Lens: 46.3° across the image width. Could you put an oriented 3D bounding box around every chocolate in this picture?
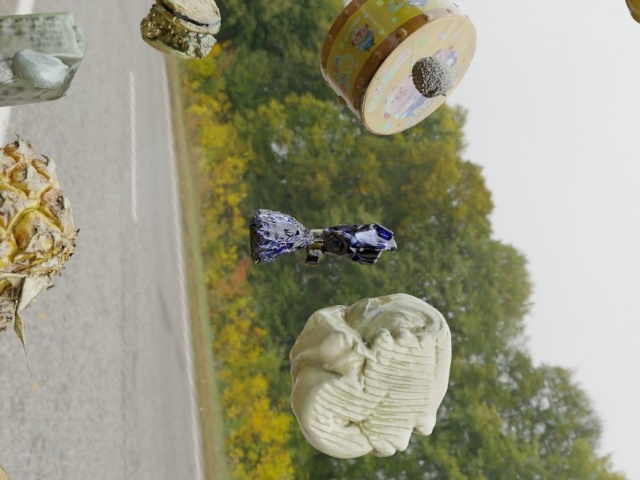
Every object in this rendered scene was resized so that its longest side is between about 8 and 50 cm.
[{"bbox_3d":[0.004,0.002,1.729,0.126,0.343,0.148,-96,-168,-55],"label":"chocolate"}]

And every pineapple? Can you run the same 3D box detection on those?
[{"bbox_3d":[-0.462,0.009,1.091,0.161,0.158,0.334,33,76,-72],"label":"pineapple"}]

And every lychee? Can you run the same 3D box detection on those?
[{"bbox_3d":[0.189,-0.273,1.259,0.083,0.068,0.067,41,12,-32],"label":"lychee"}]

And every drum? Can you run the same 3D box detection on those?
[{"bbox_3d":[0.224,-0.526,2.134,0.214,0.431,0.431,52,-15,26],"label":"drum"}]

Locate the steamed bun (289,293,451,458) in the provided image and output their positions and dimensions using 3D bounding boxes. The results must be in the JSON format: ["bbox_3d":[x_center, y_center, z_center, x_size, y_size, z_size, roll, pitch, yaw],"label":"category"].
[{"bbox_3d":[0.086,0.277,1.607,0.247,0.339,0.352,-146,-117,-65],"label":"steamed bun"}]

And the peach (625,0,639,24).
[{"bbox_3d":[0.543,-0.373,1.113,0.179,0.179,0.103,116,-20,-84],"label":"peach"}]

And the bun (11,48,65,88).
[{"bbox_3d":[-0.412,-0.248,1.096,0.083,0.083,0.045,-110,-142,-62],"label":"bun"}]

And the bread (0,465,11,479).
[{"bbox_3d":[-0.439,0.315,0.819,0.143,0.270,0.195,-10,113,-52],"label":"bread"}]

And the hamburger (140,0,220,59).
[{"bbox_3d":[-0.278,-0.425,1.501,0.131,0.159,0.185,-55,-142,32],"label":"hamburger"}]

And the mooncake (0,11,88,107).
[{"bbox_3d":[-0.568,-0.322,1.380,0.250,0.254,0.136,-13,-91,64],"label":"mooncake"}]
